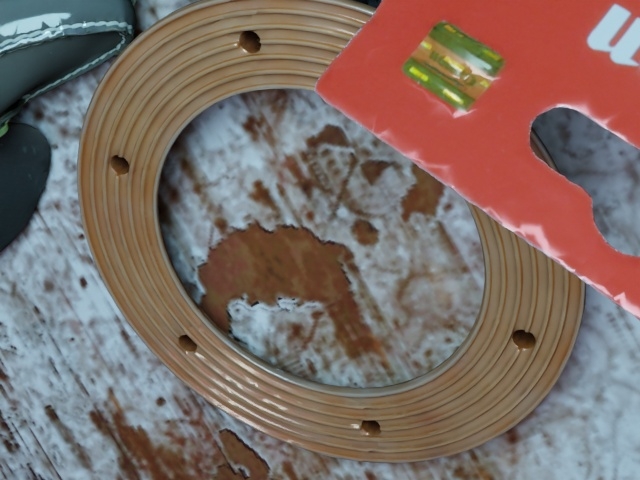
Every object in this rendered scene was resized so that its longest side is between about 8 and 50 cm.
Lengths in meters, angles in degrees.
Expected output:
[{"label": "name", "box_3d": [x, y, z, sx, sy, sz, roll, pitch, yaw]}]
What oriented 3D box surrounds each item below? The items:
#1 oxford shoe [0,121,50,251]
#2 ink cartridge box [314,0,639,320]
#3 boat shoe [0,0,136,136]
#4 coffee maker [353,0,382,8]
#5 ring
[{"label": "oxford shoe", "box_3d": [-0.272, -0.010, 0.898, 0.212, 0.076, 0.076, -49, 47, 14]}, {"label": "ink cartridge box", "box_3d": [0.215, -0.144, 0.487, 0.308, 0.091, 0.385, 37, 85, 22]}, {"label": "boat shoe", "box_3d": [-0.252, -0.089, 0.810, 0.305, 0.109, 0.091, -18, 74, 8]}, {"label": "coffee maker", "box_3d": [-0.029, -0.243, 0.727, 0.171, 0.120, 0.178, 10, 113, -12]}, {"label": "ring", "box_3d": [0.000, 0.000, 0.792, 0.337, 0.032, 0.336, 12, 125, 17]}]
